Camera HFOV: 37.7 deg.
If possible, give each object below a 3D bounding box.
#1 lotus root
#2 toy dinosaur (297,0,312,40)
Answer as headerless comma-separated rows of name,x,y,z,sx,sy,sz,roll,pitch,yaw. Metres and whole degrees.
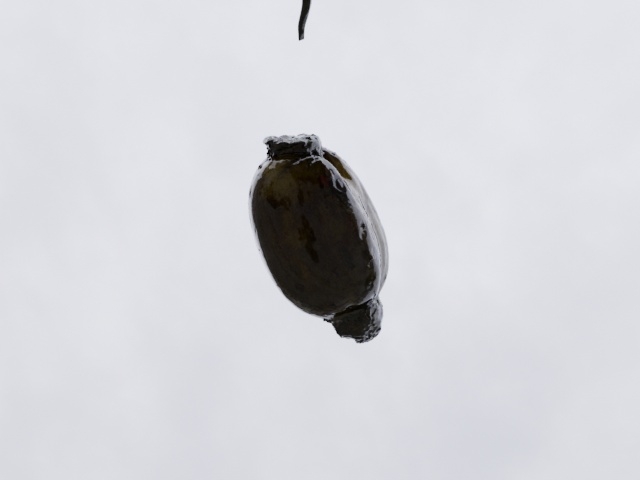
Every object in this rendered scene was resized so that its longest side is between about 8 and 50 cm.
lotus root,0.000,0.000,0.848,0.120,0.120,0.209,-15,-76,33
toy dinosaur,-0.084,-0.363,1.188,0.187,0.087,0.179,23,-30,35
